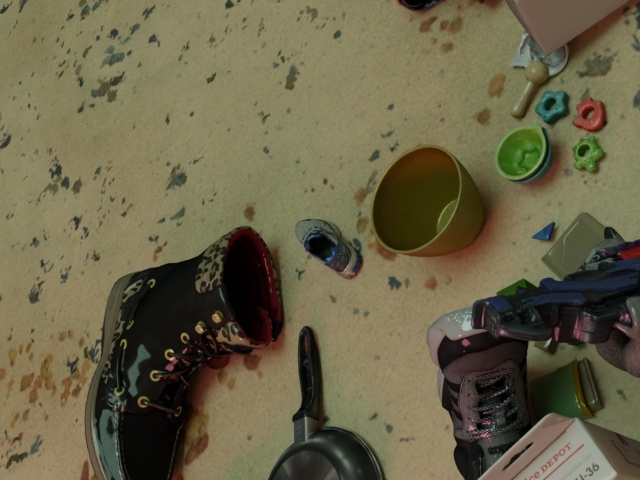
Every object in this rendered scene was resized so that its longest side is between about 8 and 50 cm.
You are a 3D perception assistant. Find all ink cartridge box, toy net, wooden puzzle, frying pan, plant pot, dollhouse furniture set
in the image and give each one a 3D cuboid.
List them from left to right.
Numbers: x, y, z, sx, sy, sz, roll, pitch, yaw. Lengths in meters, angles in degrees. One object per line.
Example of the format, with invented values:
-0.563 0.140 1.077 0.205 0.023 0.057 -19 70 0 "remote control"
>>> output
0.006 0.262 1.203 0.197 0.053 0.326 -4 72 44 "frying pan"
0.140 -0.034 1.163 0.134 0.095 0.134 -21 57 38 "plant pot"
0.235 0.118 1.020 0.076 0.058 0.152 -32 51 33 "dollhouse furniture set"
0.265 -0.176 1.140 0.122 0.045 0.232 -19 58 40 "toy net"
0.284 0.014 1.055 0.078 0.014 0.116 -44 45 16 "wooden puzzle"
0.233 0.227 0.864 0.115 0.198 0.067 -50 43 18 "ink cartridge box"

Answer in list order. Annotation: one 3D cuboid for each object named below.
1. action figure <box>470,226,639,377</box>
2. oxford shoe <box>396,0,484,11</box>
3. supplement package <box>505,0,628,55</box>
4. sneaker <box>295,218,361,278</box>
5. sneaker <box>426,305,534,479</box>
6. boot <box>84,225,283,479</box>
0.294 0.117 0.840 0.330 0.341 0.179 -109 18 -47 "action figure"
0.103 -0.397 1.356 0.363 0.130 0.133 19 92 49 "oxford shoe"
0.294 -0.318 1.106 0.179 0.105 0.105 -33 50 12 "supplement package"
0.000 0.000 1.321 0.135 0.058 0.052 36 98 49 "sneaker"
0.171 0.162 0.947 0.101 0.268 0.153 -15 64 1 "sneaker"
-0.192 0.174 1.387 0.284 0.138 0.377 -27 48 35 "boot"
